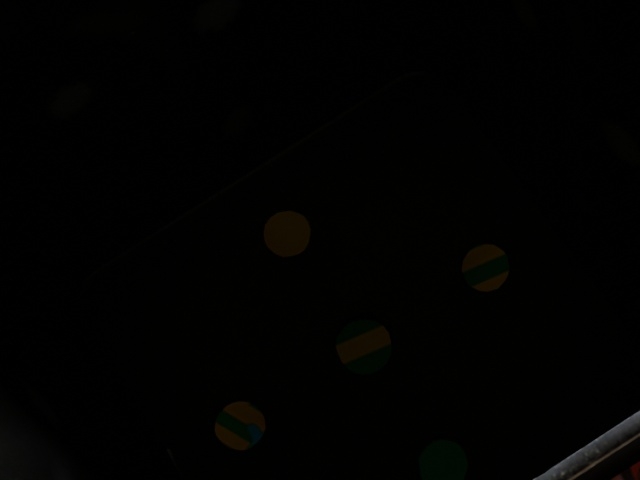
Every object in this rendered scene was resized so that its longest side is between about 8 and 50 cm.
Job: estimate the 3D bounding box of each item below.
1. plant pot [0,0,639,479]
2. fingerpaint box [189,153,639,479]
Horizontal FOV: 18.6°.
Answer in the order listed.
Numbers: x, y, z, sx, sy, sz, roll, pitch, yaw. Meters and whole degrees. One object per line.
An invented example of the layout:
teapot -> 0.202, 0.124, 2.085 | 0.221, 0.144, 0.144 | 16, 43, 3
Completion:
plant pot -> 0.000, 0.000, 0.449 | 0.187, 0.188, 0.167 | -33, -20, -5
fingerpaint box -> 0.130, -0.041, 0.754 | 0.371, 0.163, 0.445 | 5, 26, 10
